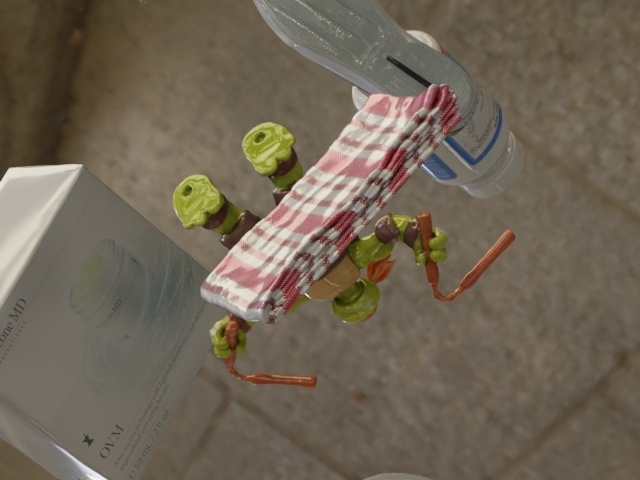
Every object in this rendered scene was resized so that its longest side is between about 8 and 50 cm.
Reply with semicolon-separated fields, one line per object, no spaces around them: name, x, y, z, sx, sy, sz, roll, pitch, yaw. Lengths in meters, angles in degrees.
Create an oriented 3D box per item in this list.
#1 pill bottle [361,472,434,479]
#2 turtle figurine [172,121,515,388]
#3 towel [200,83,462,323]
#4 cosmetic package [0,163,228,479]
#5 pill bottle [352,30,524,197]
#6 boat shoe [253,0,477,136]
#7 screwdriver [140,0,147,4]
pill bottle;-0.029;0.337;1.132;0.224;0.224;0.392;40;125;-6
turtle figurine;0.000;0.000;1.313;0.270;0.087;0.217;-26;131;19
towel;0.001;-0.027;1.099;0.029;0.197;0.144;45;168;-16
cosmetic package;-0.236;0.082;1.554;0.138;0.224;0.225;0;146;50
pill bottle;0.147;-0.142;1.967;0.124;0.124;0.221;4;154;43
boat shoe;0.038;-0.209;1.793;0.302;0.109;0.094;41;168;11
screwdriver;-0.154;-0.208;1.169;0.024;0.025;0.170;-5;151;14
